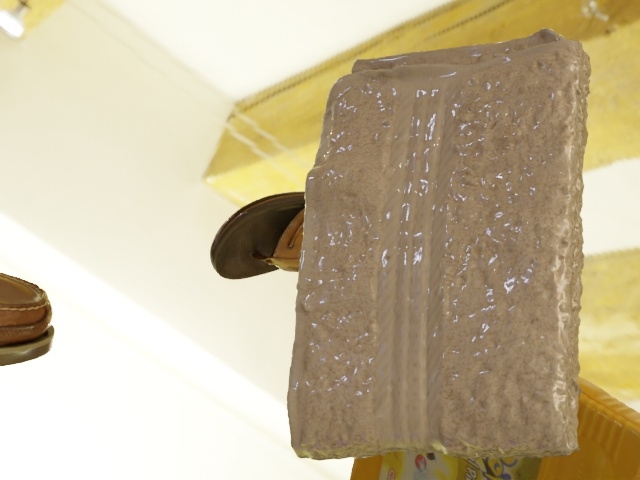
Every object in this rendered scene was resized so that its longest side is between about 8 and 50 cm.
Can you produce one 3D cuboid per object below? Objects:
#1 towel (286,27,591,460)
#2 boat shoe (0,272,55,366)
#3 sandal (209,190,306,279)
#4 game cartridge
[{"bbox_3d":[0.078,0.000,0.782,0.187,0.282,0.049,-5,-22,27],"label":"towel"},{"bbox_3d":[-0.323,0.013,0.815,0.307,0.104,0.111,10,10,-22],"label":"boat shoe"},{"bbox_3d":[0.000,0.000,1.166,0.219,0.060,0.090,-8,-48,2],"label":"sandal"},{"bbox_3d":[0.157,0.230,1.150,0.053,0.285,0.324,-5,24,-38],"label":"game cartridge"}]
